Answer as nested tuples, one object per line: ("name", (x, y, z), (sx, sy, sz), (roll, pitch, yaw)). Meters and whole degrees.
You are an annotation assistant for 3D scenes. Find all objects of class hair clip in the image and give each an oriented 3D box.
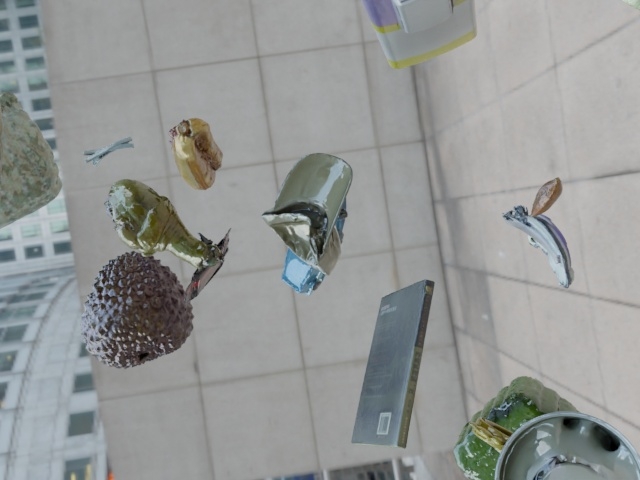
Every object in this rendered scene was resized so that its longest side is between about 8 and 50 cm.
("hair clip", (-0.482, -0.204, 1.782), (0.039, 0.115, 0.030), (71, 178, -74))
("hair clip", (0.396, 0.001, 1.396), (0.172, 0.049, 0.116), (54, 176, 40))

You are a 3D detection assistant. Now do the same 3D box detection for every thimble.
("thimble", (-0.727, -0.177, 1.717), (0.291, 0.195, 0.291), (34, 146, 28))

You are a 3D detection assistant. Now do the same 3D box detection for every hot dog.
("hot dog", (-0.236, -0.161, 1.447), (0.249, 0.076, 0.102), (83, -154, -79))

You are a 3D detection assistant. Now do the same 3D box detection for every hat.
("hat", (0.007, -0.048, 1.376), (0.166, 0.173, 0.144), (41, 175, 35))

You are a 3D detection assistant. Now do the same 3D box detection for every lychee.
("lychee", (-0.417, 0.150, 1.762), (0.271, 0.271, 0.271), (172, 90, -87))

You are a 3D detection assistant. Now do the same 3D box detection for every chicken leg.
("chicken leg", (-0.263, -0.013, 1.280), (0.228, 0.103, 0.088), (38, 172, 3))

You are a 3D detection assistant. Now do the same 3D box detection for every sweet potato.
("sweet potato", (0.361, -0.070, 1.243), (0.095, 0.034, 0.034), (115, 151, -52))

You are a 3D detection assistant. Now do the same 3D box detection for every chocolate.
("chocolate", (-0.231, 0.055, 1.592), (0.182, 0.028, 0.086), (-55, -11, -36))

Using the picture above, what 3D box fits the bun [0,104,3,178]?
("bun", (-0.437, -0.057, 0.831), (0.168, 0.273, 0.273), (39, 180, -4))

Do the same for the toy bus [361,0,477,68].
("toy bus", (0.159, -0.494, 1.418), (0.440, 0.209, 0.249), (26, -135, -76))

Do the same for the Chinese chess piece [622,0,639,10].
("Chinese chess piece", (0.455, -0.368, 1.119), (0.058, 0.144, 0.144), (-60, 21, 24))

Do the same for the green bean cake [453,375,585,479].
("green bean cake", (0.361, 0.358, 1.334), (0.214, 0.200, 0.113), (41, -158, 4))

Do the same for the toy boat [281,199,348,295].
("toy boat", (0.000, 0.000, 1.628), (0.109, 0.098, 0.237), (37, 122, 26))

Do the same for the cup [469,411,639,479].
("cup", (0.319, 0.313, 1.070), (0.185, 0.241, 0.226), (-60, -23, 0))

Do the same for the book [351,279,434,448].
("book", (0.102, 0.176, 1.100), (0.160, 0.024, 0.228), (144, 141, -68))
